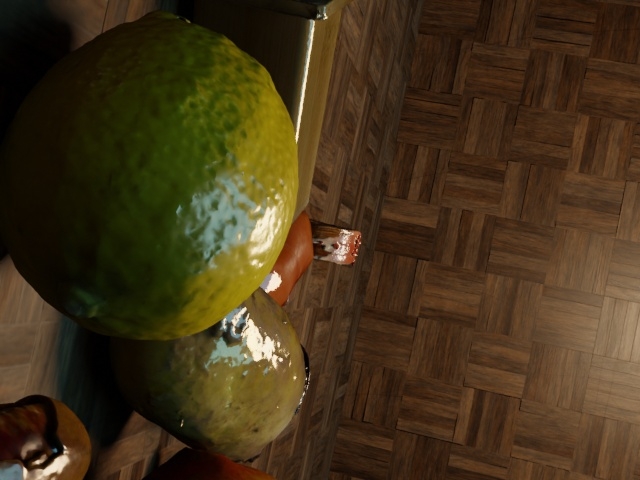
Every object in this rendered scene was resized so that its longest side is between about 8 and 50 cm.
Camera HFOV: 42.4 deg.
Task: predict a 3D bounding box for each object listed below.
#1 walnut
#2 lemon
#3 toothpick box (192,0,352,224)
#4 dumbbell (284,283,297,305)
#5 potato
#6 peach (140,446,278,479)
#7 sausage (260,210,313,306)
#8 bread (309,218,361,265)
[{"bbox_3d":[-0.269,0.194,0.679,0.207,0.115,0.116,-21,121,-67],"label":"walnut"},{"bbox_3d":[-0.139,-0.057,0.708,0.245,0.245,0.320,89,14,-45],"label":"lemon"},{"bbox_3d":[-0.079,-0.183,1.051,0.190,0.187,0.308,-59,161,-61],"label":"toothpick box"},{"bbox_3d":[-0.101,0.169,1.488,0.092,0.082,0.231,-16,117,-76],"label":"dumbbell"},{"bbox_3d":[-0.144,0.124,0.980,0.266,0.229,0.229,66,37,-63],"label":"potato"},{"bbox_3d":[-0.113,0.424,0.939,0.372,0.290,0.373,-6,99,-44],"label":"peach"},{"bbox_3d":[-0.088,0.028,1.318,0.258,0.133,0.133,-56,155,-54],"label":"sausage"},{"bbox_3d":[0.000,0.000,1.625,0.160,0.160,0.073,4,99,-78],"label":"bread"}]
